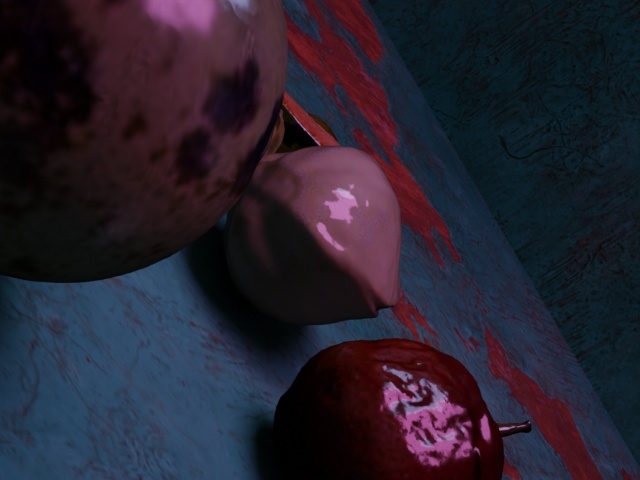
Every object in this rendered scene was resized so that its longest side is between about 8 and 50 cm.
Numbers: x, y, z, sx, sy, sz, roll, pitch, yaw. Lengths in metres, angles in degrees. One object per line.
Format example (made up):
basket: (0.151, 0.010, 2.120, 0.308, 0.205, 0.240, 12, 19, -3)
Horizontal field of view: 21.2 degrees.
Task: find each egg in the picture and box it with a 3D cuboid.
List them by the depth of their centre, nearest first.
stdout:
egg: (-0.205, -0.157, 1.301, 0.345, 0.345, 0.428, 46, 5, -36)

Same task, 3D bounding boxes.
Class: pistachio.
pistachio: (0.000, 0.000, 1.898, 0.226, 0.208, 0.332, 42, -2, 11)

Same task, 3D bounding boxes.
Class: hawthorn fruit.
hawthorn fruit: (0.090, 0.204, 1.698, 0.266, 0.210, 0.230, -3, 36, -32)

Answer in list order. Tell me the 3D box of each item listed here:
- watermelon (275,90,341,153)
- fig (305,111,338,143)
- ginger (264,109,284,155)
watermelon: (-0.030, -0.110, 2.046, 0.303, 0.159, 0.128, 45, -27, -10)
fig: (-0.087, -0.125, 2.158, 0.236, 0.124, 0.124, 22, 30, -26)
ginger: (-0.163, -0.166, 1.901, 0.221, 0.130, 0.275, 33, -7, 19)
